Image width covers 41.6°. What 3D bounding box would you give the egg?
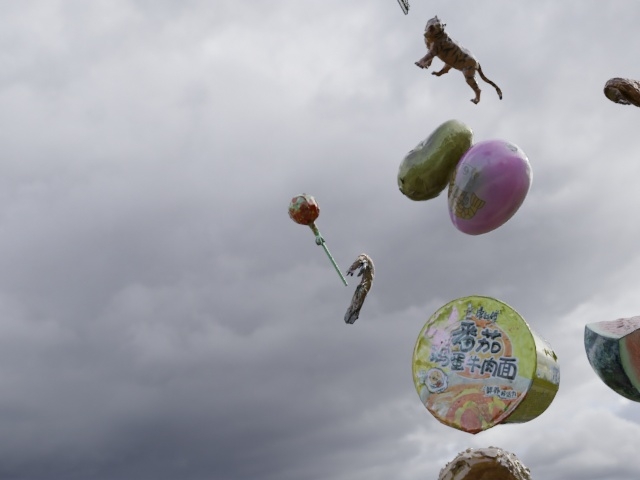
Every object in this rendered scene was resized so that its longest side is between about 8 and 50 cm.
[{"bbox_3d":[0.419,-0.127,2.100,0.196,0.196,0.271,-4,-52,-14],"label":"egg"}]

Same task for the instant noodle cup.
[{"bbox_3d":[0.340,0.250,1.663,0.264,0.264,0.200,-25,-27,30],"label":"instant noodle cup"}]

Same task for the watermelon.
[{"bbox_3d":[0.853,0.318,2.228,0.226,0.318,0.148,-52,4,6],"label":"watermelon"}]

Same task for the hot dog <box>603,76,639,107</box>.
[{"bbox_3d":[0.732,-0.345,1.970,0.147,0.065,0.099,-2,18,-31],"label":"hot dog"}]

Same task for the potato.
[{"bbox_3d":[0.308,-0.213,2.239,0.248,0.143,0.169,-50,-6,9],"label":"potato"}]

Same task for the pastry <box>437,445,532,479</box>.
[{"bbox_3d":[0.419,0.649,2.087,0.255,0.311,0.162,-24,7,-1],"label":"pastry"}]

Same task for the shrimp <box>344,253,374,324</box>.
[{"bbox_3d":[0.112,0.143,2.531,0.046,0.219,0.152,13,-20,26],"label":"shrimp"}]

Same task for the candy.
[{"bbox_3d":[-0.001,0.001,2.258,0.078,0.288,0.084,-12,-23,-47],"label":"candy"}]

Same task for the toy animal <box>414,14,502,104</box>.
[{"bbox_3d":[0.324,-0.409,1.951,0.255,0.114,0.116,29,-73,-19],"label":"toy animal"}]

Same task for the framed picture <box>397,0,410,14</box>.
[{"bbox_3d":[0.125,-0.551,1.560,0.017,0.217,0.274,-12,1,13],"label":"framed picture"}]
